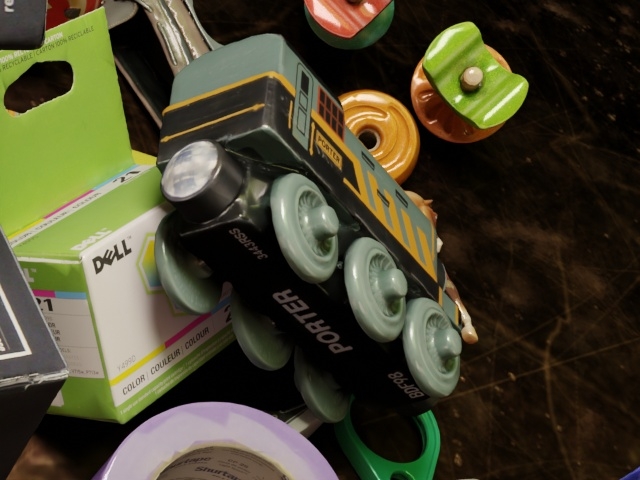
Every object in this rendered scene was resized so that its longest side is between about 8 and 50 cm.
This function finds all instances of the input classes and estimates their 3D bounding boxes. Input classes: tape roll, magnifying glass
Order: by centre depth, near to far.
[{"bbox_3d":[-0.075,0.212,1.104,0.189,0.080,0.189,11,60,-20],"label":"tape roll"},{"bbox_3d":[0.064,0.205,1.278,0.092,0.026,0.231,11,46,-26],"label":"magnifying glass"}]

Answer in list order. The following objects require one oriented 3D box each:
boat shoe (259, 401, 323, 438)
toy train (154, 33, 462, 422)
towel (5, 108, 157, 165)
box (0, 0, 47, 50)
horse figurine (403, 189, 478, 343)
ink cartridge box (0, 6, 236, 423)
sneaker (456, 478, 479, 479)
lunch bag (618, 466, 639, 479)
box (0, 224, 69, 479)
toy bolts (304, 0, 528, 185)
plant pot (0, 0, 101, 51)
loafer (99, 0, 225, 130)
[{"bbox_3d":[-0.048,0.151,1.232,0.142,0.049,0.040,-27,70,-43],"label":"boat shoe"},{"bbox_3d":[0.000,0.000,1.189,0.334,0.142,0.190,44,40,-43],"label":"toy train"},{"bbox_3d":[-0.195,-0.043,1.332,0.237,0.021,0.102,17,51,-22],"label":"towel"},{"bbox_3d":[-0.459,-0.269,0.952,0.472,0.297,0.480,-1,9,-30],"label":"box"},{"bbox_3d":[0.027,0.015,1.393,0.263,0.066,0.174,4,56,-34],"label":"horse figurine"},{"bbox_3d":[-0.152,-0.024,1.165,0.097,0.255,0.189,3,24,31],"label":"ink cartridge box"},{"bbox_3d":[0.102,0.326,1.117,0.127,0.126,0.321,-5,58,-29],"label":"sneaker"},{"bbox_3d":[0.306,0.350,1.245,0.221,0.138,0.293,25,52,-17],"label":"lunch bag"},{"bbox_3d":[-0.365,0.038,1.017,0.294,0.182,0.296,-8,56,-37],"label":"box"},{"bbox_3d":[0.054,-0.159,1.557,0.218,0.158,0.228,-39,88,-7],"label":"toy bolts"},{"bbox_3d":[-0.275,-0.253,1.348,0.191,0.191,0.174,1,61,-34],"label":"plant pot"},{"bbox_3d":[-0.157,-0.183,1.432,0.084,0.096,0.267,-29,74,-40],"label":"loafer"}]
